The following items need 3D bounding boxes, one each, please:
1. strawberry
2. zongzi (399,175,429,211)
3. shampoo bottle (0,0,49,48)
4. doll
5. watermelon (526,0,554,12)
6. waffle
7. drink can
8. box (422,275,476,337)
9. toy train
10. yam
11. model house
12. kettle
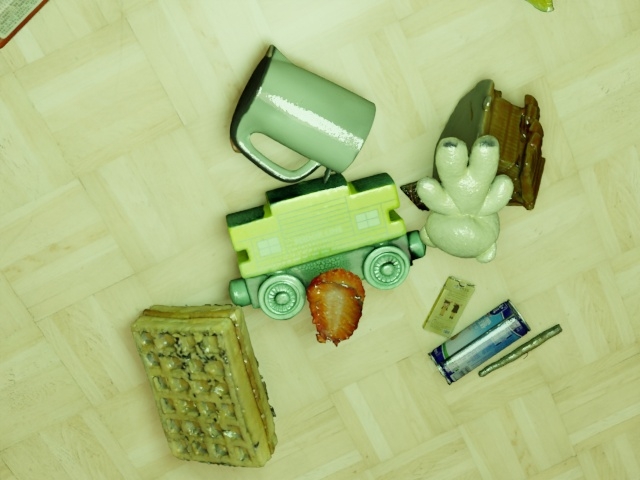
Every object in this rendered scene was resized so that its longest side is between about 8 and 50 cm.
[{"bbox_3d":[0.029,0.129,1.838,0.121,0.082,0.188,10,132,2],"label":"strawberry"},{"bbox_3d":[0.223,-0.090,1.988,0.067,0.073,0.083,-22,74,0],"label":"zongzi"},{"bbox_3d":[-0.546,-0.490,1.667,0.278,0.104,0.104,-42,112,8],"label":"shampoo bottle"},{"bbox_3d":[0.301,-0.098,1.827,0.175,0.149,0.278,19,131,24],"label":"doll"},{"bbox_3d":[0.420,-0.558,1.812,0.075,0.092,0.181,-13,122,11],"label":"watermelon"},{"bbox_3d":[-0.258,0.321,1.982,0.261,0.114,0.376,-1,116,28],"label":"waffle"},{"bbox_3d":[0.378,0.242,2.117,0.235,0.097,0.097,-36,113,6],"label":"drink can"},{"bbox_3d":[0.306,0.157,2.111,0.073,0.020,0.149,22,106,-16],"label":"box"},{"bbox_3d":[0.000,0.000,1.922,0.442,0.179,0.272,-15,105,-3],"label":"toy train"},{"bbox_3d":[0.491,0.275,2.184,0.234,0.027,0.029,-32,103,4],"label":"yam"},{"bbox_3d":[0.387,-0.193,1.915,0.229,0.220,0.199,22,65,-22],"label":"model house"},{"bbox_3d":[-0.046,-0.236,1.811,0.255,0.165,0.240,25,94,-17],"label":"kettle"}]
